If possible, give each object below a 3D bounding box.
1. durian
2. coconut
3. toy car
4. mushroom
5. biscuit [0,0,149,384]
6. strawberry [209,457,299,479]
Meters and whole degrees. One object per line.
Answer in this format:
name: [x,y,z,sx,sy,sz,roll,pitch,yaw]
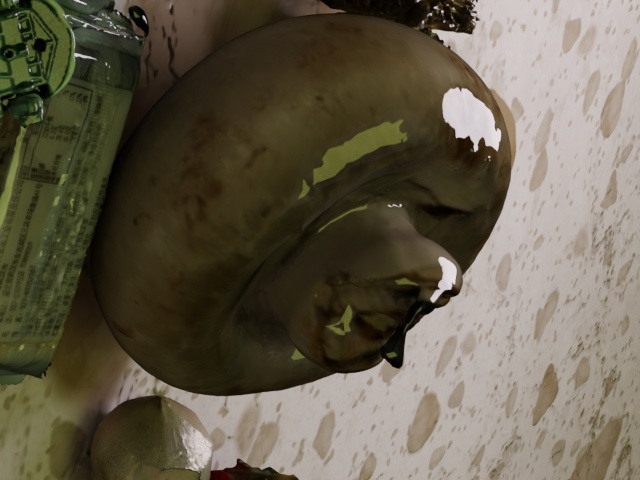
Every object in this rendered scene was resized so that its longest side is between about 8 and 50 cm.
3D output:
durian: [0.070,-0.191,1.577,0.196,0.167,0.196,-178,-90,-80]
coconut: [-0.145,0.187,1.518,0.110,0.110,0.124,-37,143,-47]
toy car: [-0.247,-0.108,1.134,0.186,0.058,0.093,-21,107,-29]
mushroom: [0.000,0.000,1.402,0.362,0.294,0.362,-27,150,-17]
biscuit: [-0.215,-0.032,1.268,0.186,0.079,0.309,3,104,-63]
strawberry: [-0.085,0.379,1.615,0.351,0.267,0.312,-51,-178,0]
